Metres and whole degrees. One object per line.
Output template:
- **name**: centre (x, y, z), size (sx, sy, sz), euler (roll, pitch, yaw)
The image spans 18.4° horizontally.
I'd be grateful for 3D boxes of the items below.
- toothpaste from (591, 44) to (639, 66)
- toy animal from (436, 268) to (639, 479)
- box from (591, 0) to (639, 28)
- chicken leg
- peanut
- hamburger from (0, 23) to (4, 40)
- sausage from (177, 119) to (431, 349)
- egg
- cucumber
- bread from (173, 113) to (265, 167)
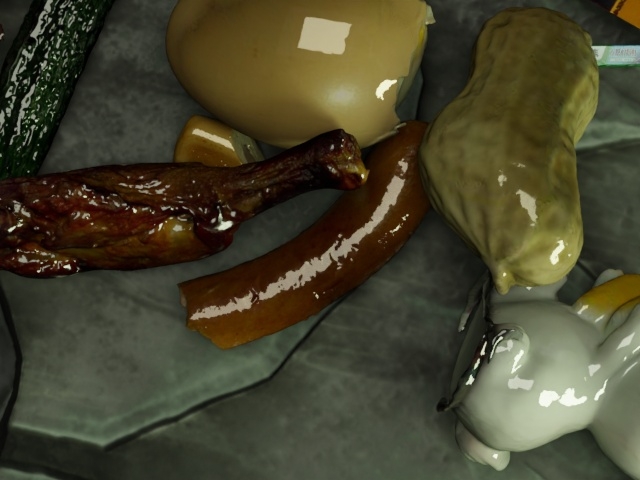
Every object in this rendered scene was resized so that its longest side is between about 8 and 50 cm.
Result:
- **toothpaste**: centre (0.282, -0.178, 1.914), size (0.083, 0.017, 0.020), euler (-1, 87, -3)
- **toy animal**: centre (0.268, 0.153, 1.817), size (0.310, 0.183, 0.247), euler (24, 90, -5)
- **box**: centre (0.290, -0.296, 1.860), size (0.237, 0.070, 0.152), euler (30, 125, 2)
- **chicken leg**: centre (-0.144, -0.037, 1.816), size (0.406, 0.158, 0.096), euler (-10, 71, 15)
- **peanut**: centre (0.173, -0.094, 1.805), size (0.159, 0.143, 0.291), euler (16, 58, -8)
- **hamburger**: centre (-0.380, -0.161, 1.854), size (0.137, 0.087, 0.166), euler (32, 85, 1)
- **sausage**: centre (0.004, 0.003, 1.862), size (0.302, 0.076, 0.103), euler (-36, 89, -4)
- **egg**: centre (-0.020, -0.181, 1.812), size (0.244, 0.201, 0.201), euler (2, 86, 0)
- **cucumber**: centre (-0.262, -0.163, 1.865), size (0.077, 0.077, 0.265), euler (24, 84, 0)
- **bread**: centre (-0.086, -0.082, 1.876), size (0.103, 0.049, 0.062), euler (17, 120, -2)
